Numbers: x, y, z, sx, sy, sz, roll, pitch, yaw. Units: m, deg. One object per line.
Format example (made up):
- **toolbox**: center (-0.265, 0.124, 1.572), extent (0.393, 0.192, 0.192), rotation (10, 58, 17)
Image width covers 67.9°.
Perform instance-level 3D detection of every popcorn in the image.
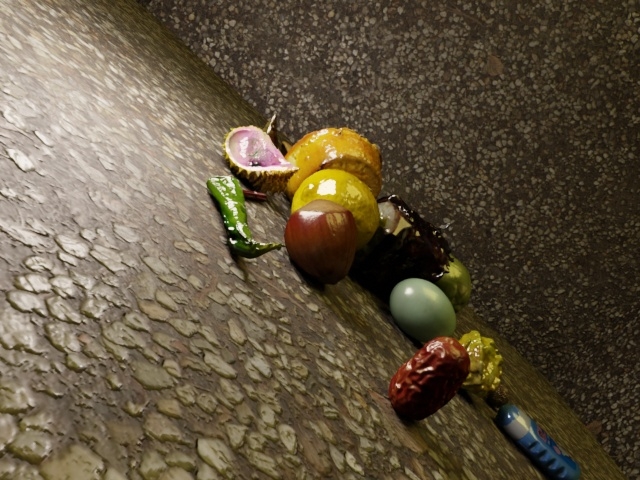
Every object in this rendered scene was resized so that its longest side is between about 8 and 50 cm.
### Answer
- **popcorn**: center (0.441, 0.364, 1.397), extent (0.198, 0.156, 0.197), rotation (29, 45, -34)

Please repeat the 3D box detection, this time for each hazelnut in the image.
- **hazelnut**: center (0.010, -0.002, 1.173), extent (0.210, 0.186, 0.210), rotation (35, -5, 3)

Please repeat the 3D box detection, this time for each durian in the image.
- **durian**: center (-0.209, -0.243, 1.447), extent (0.187, 0.153, 0.260), rotation (9, 35, -30)
- **durian**: center (0.571, 0.495, 1.534), extent (0.080, 0.080, 0.091), rotation (17, 71, -65)

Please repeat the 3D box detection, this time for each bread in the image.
- **bread**: center (0.038, -0.203, 1.633), extent (0.337, 0.358, 0.204), rotation (30, 33, -28)

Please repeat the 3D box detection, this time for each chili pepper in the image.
- **chili pepper**: center (-0.169, -0.048, 0.995), extent (0.085, 0.076, 0.359), rotation (5, 27, -27)

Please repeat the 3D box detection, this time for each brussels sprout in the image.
- **brussels sprout**: center (0.449, 0.171, 1.863), extent (0.274, 0.243, 0.316), rotation (10, -46, 48)

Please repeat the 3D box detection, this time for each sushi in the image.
- **sushi**: center (0.257, 0.027, 1.592), extent (0.294, 0.281, 0.299), rotation (32, 41, -21)

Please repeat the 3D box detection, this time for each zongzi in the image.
- **zongzi**: center (-0.170, -0.375, 1.890), extent (0.187, 0.184, 0.084), rotation (39, 13, -18)

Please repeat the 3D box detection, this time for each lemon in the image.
- **lemon**: center (0.048, -0.077, 1.409), extent (0.310, 0.253, 0.253), rotation (34, 14, -52)

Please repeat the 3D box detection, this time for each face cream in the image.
- **face cream**: center (0.622, 0.584, 1.384), extent (0.264, 0.083, 0.149), rotation (44, 8, 5)

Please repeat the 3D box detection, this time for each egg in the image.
- **egg**: center (0.310, 0.214, 1.440), extent (0.231, 0.168, 0.168), rotation (43, 11, -11)

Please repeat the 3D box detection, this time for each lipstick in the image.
- **lipstick**: center (-0.196, -0.125, 1.311), extent (0.027, 0.027, 0.176), rotation (46, 13, 13)

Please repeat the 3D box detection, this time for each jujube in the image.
- **jujube**: center (0.208, 0.262, 0.901), extent (0.109, 0.176, 0.112), rotation (40, 17, 6)

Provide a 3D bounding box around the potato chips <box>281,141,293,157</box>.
- **potato chips**: center (-0.109, -0.313, 1.949), extent (0.195, 0.062, 0.208), rotation (-120, -167, -47)
